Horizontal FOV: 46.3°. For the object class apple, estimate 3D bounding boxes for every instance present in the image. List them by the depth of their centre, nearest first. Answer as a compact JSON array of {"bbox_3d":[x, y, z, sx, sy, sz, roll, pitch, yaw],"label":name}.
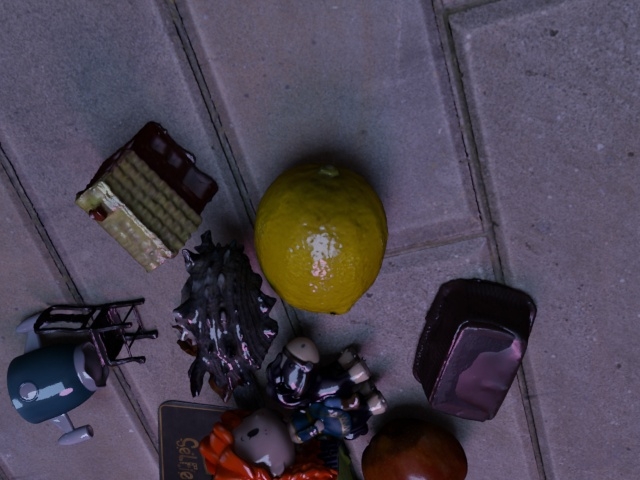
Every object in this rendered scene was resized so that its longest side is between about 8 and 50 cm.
[{"bbox_3d":[0.206,0.498,1.666,0.230,0.230,0.230,2,120,4],"label":"apple"}]

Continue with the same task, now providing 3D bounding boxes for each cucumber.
[{"bbox_3d":[-0.168,0.345,1.699,0.064,0.064,0.112,-12,116,12],"label":"cucumber"}]

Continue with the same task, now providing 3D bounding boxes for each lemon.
[{"bbox_3d":[0.000,0.000,1.379,0.245,0.245,0.320,6,125,2],"label":"lemon"}]

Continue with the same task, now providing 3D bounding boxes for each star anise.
[{"bbox_3d":[-0.226,0.244,1.592,0.111,0.212,0.196,-28,87,-22],"label":"star anise"}]

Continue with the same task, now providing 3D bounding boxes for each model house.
[{"bbox_3d":[-0.326,-0.066,1.370,0.160,0.254,0.196,-32,111,25],"label":"model house"},{"bbox_3d":[-0.017,0.569,1.787,0.194,0.170,0.211,-14,89,21],"label":"model house"}]

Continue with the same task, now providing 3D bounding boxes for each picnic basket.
[{"bbox_3d":[0.315,0.238,1.549,0.222,0.129,0.297,15,119,-1],"label":"picnic basket"}]

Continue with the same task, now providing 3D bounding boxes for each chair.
[{"bbox_3d":[-0.486,0.200,1.621,0.229,0.106,0.113,-6,117,11],"label":"chair"}]

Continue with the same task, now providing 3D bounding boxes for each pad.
[{"bbox_3d":[-0.315,0.558,1.830,0.315,0.063,0.375,6,119,2],"label":"pad"}]

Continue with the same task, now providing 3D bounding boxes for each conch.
[{"bbox_3d":[-0.192,0.135,1.386,0.186,0.313,0.241,-3,145,-19],"label":"conch"}]

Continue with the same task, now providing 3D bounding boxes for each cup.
[{"bbox_3d":[-0.571,0.302,1.656,0.173,0.167,0.300,-20,90,7],"label":"cup"}]

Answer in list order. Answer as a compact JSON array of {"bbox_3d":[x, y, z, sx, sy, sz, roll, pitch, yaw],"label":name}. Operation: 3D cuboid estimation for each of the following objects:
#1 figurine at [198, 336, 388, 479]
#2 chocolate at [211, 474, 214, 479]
[{"bbox_3d":[-0.052,0.391,1.595,0.306,0.241,0.412,29,101,-36],"label":"figurine"},{"bbox_3d":[-0.225,0.551,1.797,0.086,0.028,0.182,13,107,-5],"label":"chocolate"}]
